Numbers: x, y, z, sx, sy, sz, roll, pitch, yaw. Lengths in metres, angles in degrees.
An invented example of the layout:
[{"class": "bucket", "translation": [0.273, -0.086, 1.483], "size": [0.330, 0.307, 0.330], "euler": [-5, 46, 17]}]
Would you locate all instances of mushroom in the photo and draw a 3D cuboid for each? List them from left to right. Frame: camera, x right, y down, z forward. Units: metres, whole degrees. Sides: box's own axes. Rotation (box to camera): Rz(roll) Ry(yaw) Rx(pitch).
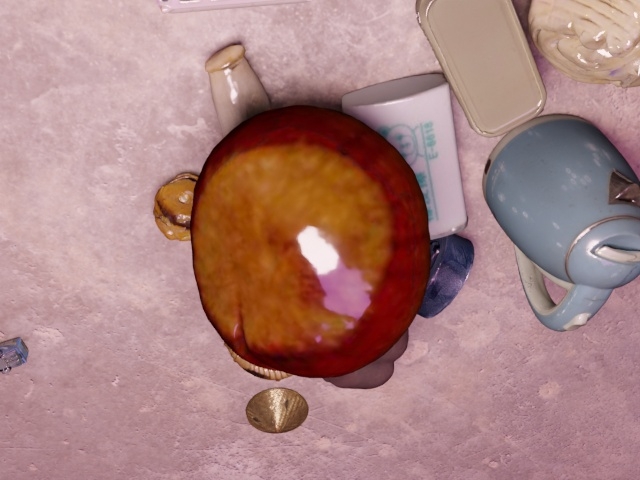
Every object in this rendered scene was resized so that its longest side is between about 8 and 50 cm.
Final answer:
[{"class": "mushroom", "translation": [-0.135, -0.170, 1.285], "size": [0.110, 0.097, 0.351], "euler": [-10, 119, -15]}]

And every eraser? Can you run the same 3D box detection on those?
[{"class": "eraser", "translation": [0.157, -0.140, 1.322], "size": [0.189, 0.104, 0.289], "euler": [-9, 122, 10]}]

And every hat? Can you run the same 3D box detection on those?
[{"class": "hat", "translation": [-0.097, 0.409, 1.655], "size": [0.146, 0.067, 0.145], "euler": [-2, 121, -4]}]

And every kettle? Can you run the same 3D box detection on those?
[{"class": "kettle", "translation": [0.439, -0.012, 1.285], "size": [0.247, 0.342, 0.319], "euler": [7, 121, -10]}]

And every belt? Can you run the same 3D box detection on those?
[{"class": "belt", "translation": [0.221, 0.068, 1.431], "size": [0.082, 0.141, 0.190], "euler": [24, 117, -16]}]

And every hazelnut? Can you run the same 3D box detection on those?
[{"class": "hazelnut", "translation": [0.000, 0.000, 1.142], "size": [0.403, 0.402, 0.428], "euler": [-11, 93, 2]}]

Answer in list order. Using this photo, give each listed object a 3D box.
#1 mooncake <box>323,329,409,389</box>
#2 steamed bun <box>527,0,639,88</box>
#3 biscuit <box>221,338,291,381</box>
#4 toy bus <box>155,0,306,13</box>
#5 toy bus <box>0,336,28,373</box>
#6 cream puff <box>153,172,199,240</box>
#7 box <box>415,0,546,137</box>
[{"class": "mooncake", "translation": [0.067, 0.168, 1.429], "size": [0.133, 0.245, 0.244], "euler": [9, 122, -30]}, {"class": "steamed bun", "translation": [0.525, -0.385, 1.102], "size": [0.247, 0.339, 0.352], "euler": [1, 117, -49]}, {"class": "biscuit", "translation": [-0.089, 0.143, 1.411], "size": [0.259, 0.079, 0.259], "euler": [4, 98, 32]}, {"class": "toy bus", "translation": [-0.112, -0.441, 1.090], "size": [0.306, 0.143, 0.179], "euler": [-6, 124, -2]}, {"class": "toy bus", "translation": [-0.683, 0.249, 1.508], "size": [0.153, 0.061, 0.051], "euler": [-17, 120, 4]}, {"class": "cream puff", "translation": [-0.238, -0.052, 1.334], "size": [0.133, 0.119, 0.104], "euler": [19, 141, -2]}, {"class": "box", "translation": [0.241, -0.319, 1.174], "size": [0.138, 0.178, 0.274], "euler": [-26, 120, 10]}]
